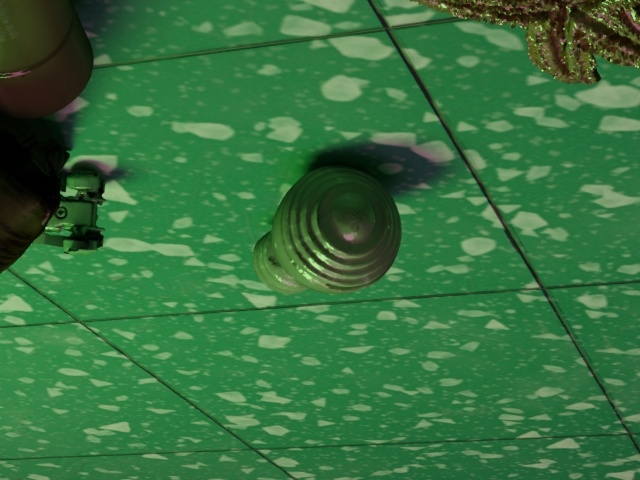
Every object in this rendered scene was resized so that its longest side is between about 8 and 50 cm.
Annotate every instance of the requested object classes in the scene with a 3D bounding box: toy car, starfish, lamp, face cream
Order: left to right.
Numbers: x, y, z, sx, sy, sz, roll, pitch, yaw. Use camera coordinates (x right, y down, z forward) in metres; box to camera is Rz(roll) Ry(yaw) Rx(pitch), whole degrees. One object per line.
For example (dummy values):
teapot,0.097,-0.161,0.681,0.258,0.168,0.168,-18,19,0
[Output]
face cream,-0.219,-0.197,0.935,0.137,0.084,0.341,9,153,15
toy car,-0.251,-0.024,1.346,0.143,0.073,0.054,1,173,3
lamp,0.000,0.000,1.340,0.106,0.106,0.193,10,167,-15
starfish,0.152,-0.156,1.007,0.240,0.043,0.227,7,155,-1

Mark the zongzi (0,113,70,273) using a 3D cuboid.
zongzi,-0.311,-0.094,1.155,0.286,0.138,0.300,34,-165,-6
